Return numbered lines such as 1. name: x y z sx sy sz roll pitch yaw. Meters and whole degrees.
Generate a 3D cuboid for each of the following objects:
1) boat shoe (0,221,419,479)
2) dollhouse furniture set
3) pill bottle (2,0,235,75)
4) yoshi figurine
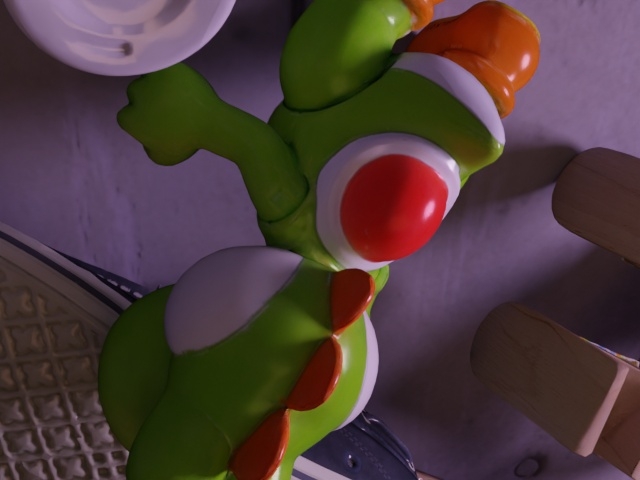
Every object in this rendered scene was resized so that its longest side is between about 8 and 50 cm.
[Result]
1. boat shoe: -0.106 0.129 0.793 0.500 0.156 0.187 34 114 -20
2. dollhouse furniture set: 0.251 0.157 0.922 0.362 0.256 0.394 26 95 -32
3. pill bottle: -0.104 -0.168 0.537 0.108 0.180 0.108 -8 128 -11
4. yoshi figurine: -0.023 -0.005 0.640 0.203 0.362 0.203 24 160 10
